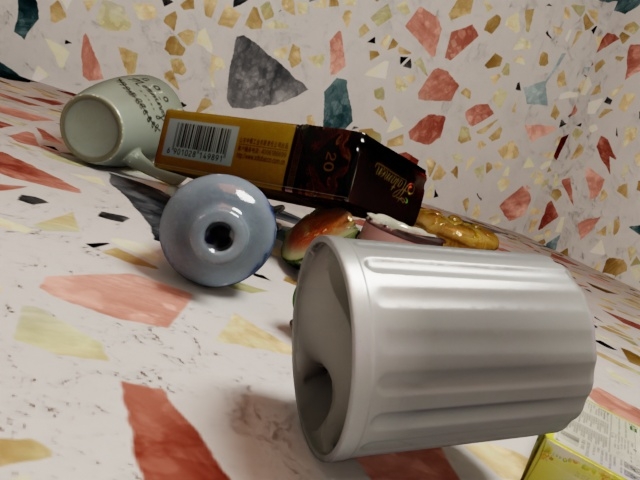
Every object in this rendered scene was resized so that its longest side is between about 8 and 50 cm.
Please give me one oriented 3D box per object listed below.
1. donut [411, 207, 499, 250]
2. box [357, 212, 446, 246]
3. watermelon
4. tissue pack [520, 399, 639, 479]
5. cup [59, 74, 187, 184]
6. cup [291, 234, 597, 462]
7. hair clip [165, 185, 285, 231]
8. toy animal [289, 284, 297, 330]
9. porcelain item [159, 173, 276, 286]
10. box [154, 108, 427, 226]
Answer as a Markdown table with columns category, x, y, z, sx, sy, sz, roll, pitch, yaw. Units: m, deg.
| category | x | y | z | sx | sy | sz | roll | pitch | yaw |
| --- | --- | --- | --- | --- | --- | --- | --- | --- | --- |
| donut | 0.314 | -0.002 | 1.600 | 0.226 | 0.114 | 0.226 | 19 | 11 | -4 |
| box | 0.105 | 0.038 | 0.975 | 0.151 | 0.135 | 0.151 | 20 | 10 | -4 |
| watermelon | -0.004 | -0.004 | 1.028 | 0.063 | 0.119 | 0.245 | 32 | 0 | -15 |
| tissue pack | 0.244 | 0.201 | 0.596 | 0.095 | 0.062 | 0.176 | 26 | 11 | 21 |
| cup | -0.378 | -0.210 | 1.333 | 0.258 | 0.186 | 0.234 | 46 | 18 | -5 |
| cup | 0.083 | 0.079 | 0.546 | 0.201 | 0.167 | 0.221 | 2 | 7 | -16 |
| hair clip | -0.175 | -0.067 | 1.255 | 0.220 | 0.054 | 0.140 | 15 | 11 | 2 |
| toy animal | 0.065 | 0.099 | 0.714 | 0.208 | 0.100 | 0.103 | 11 | -24 | 32 |
| porcelain item | -0.133 | -0.017 | 0.847 | 0.141 | 0.141 | 0.259 | 17 | 3 | -12 |
| box | -0.050 | -0.127 | 1.165 | 0.415 | 0.116 | 0.264 | 12 | -2 | 32 |
